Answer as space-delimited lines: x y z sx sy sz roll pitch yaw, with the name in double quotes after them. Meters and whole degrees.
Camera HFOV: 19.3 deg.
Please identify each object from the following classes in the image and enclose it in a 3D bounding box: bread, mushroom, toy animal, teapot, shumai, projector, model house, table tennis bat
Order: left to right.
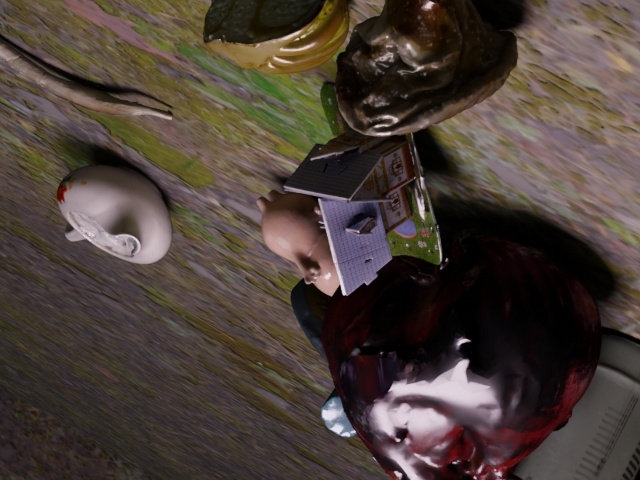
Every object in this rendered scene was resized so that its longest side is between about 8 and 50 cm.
-0.282 -0.175 1.968 0.306 0.043 0.068 26 -174 14 "mushroom"
-0.238 -0.031 2.170 0.145 0.092 0.226 42 161 -19 "teapot"
-0.034 -0.173 1.518 0.157 0.083 0.094 15 167 40 "bread"
-0.001 0.002 1.899 0.150 0.083 0.089 43 175 3 "toy animal"
0.026 -0.039 1.626 0.117 0.088 0.167 15 127 45 "model house"
0.046 0.130 1.954 0.215 0.044 0.329 44 -165 -3 "table tennis bat"
0.071 -0.150 1.357 0.145 0.145 0.116 10 127 49 "shumai"
0.222 0.252 1.762 0.108 0.337 0.108 27 163 9 "projector"

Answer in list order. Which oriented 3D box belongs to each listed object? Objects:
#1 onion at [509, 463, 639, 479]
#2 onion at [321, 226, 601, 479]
0.248 0.332 1.980 0.347 0.285 0.347 32 -169 -7 "onion"
0.137 0.100 1.724 0.281 0.281 0.221 14 -173 44 "onion"
